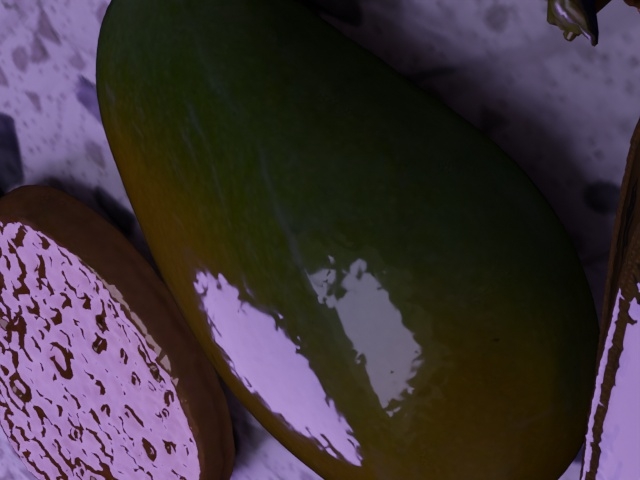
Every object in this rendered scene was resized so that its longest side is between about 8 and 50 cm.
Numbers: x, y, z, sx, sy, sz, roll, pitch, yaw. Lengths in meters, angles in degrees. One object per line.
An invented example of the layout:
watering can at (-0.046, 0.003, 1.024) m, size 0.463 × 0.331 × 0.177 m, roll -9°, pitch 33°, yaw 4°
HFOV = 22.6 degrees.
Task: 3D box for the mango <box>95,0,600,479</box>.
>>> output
mango at (0.000, 0.000, 0.608) m, size 0.251 × 0.114 × 0.156 m, roll 43°, pitch 148°, yaw 11°

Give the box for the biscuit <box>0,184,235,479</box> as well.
biscuit at (-0.159, 0.049, 0.863) m, size 0.288 × 0.044 × 0.202 m, roll 23°, pitch 132°, yaw 34°

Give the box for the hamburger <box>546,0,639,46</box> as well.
hamburger at (0.114, -0.130, 0.343) m, size 0.118 × 0.182 × 0.191 m, roll 30°, pitch 136°, yaw 15°

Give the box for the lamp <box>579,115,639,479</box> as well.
lamp at (0.152, 0.037, 0.449) m, size 0.161 × 0.161 × 0.185 m, roll 29°, pitch 135°, yaw 27°
